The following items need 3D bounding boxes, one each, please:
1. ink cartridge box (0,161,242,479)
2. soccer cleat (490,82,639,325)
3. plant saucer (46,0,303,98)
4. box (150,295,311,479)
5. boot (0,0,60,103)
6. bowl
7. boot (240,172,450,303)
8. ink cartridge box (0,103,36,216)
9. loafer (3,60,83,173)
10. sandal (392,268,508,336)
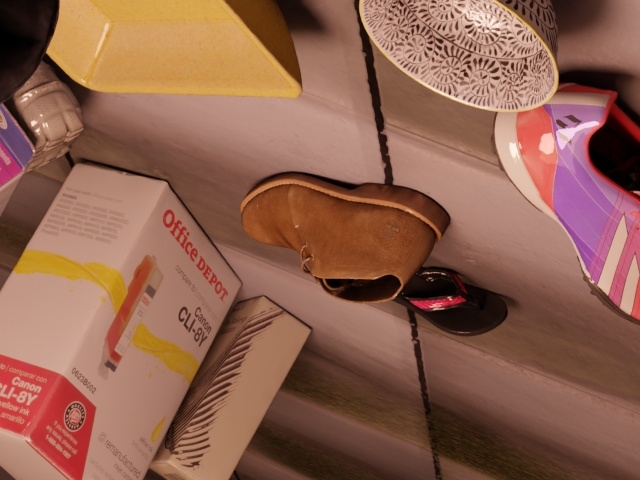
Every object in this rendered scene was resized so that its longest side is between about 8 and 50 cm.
[{"bbox_3d":[-0.291,0.131,2.048,0.160,0.384,0.279,13,154,28],"label":"ink cartridge box"},{"bbox_3d":[0.278,-0.022,1.383,0.116,0.108,0.318,-2,141,47],"label":"soccer cleat"},{"bbox_3d":[-0.202,-0.267,1.445,0.333,0.081,0.333,6,149,43],"label":"plant saucer"},{"bbox_3d":[-0.129,0.219,2.194,0.094,0.275,0.113,36,156,-17],"label":"box"},{"bbox_3d":[-0.401,-0.235,1.374,0.445,0.146,0.367,30,129,28],"label":"boot"},{"bbox_3d":[0.123,-0.183,1.230,0.170,0.080,0.170,25,159,10],"label":"bowl"},{"bbox_3d":[0.000,0.000,1.760,0.305,0.115,0.112,5,151,48],"label":"boot"},{"bbox_3d":[-0.485,-0.174,1.874,0.324,0.071,0.330,53,158,-1],"label":"ink cartridge box"},{"bbox_3d":[-0.359,-0.149,1.902,0.111,0.112,0.319,64,157,-1],"label":"loafer"},{"bbox_3d":[0.130,0.059,1.806,0.179,0.067,0.040,22,147,24],"label":"sandal"}]
